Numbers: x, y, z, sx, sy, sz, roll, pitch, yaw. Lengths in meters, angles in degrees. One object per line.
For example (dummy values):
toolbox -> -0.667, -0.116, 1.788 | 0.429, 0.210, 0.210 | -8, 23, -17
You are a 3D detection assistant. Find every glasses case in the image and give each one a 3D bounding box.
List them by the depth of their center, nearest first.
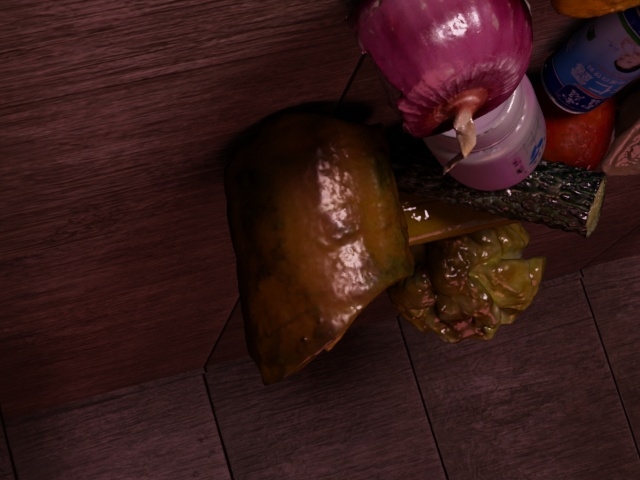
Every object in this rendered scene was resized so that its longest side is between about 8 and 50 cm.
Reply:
glasses case -> 0.175, -0.071, 2.172 | 0.371, 0.141, 0.173 | -13, -179, -17

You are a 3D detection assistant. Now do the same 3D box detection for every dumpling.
dumpling -> 0.520, -0.182, 2.204 | 0.215, 0.126, 0.166 | -11, 150, -13

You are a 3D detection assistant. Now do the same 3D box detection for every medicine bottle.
medicine bottle -> 0.199, -0.157, 1.809 | 0.152, 0.152, 0.254 | -19, 165, 9

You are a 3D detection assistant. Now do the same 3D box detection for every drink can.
drink can -> 0.369, -0.243, 1.789 | 0.097, 0.097, 0.235 | -11, 167, -23

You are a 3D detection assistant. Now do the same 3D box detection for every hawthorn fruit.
hawthorn fruit -> 0.343, -0.174, 1.993 | 0.148, 0.148, 0.172 | -4, 138, -44

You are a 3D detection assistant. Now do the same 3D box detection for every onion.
onion -> 0.132, -0.206, 1.499 | 0.200, 0.201, 0.207 | -22, 135, 20

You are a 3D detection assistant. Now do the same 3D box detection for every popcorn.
popcorn -> 0.241, 0.056, 2.540 | 0.282, 0.282, 0.247 | -31, -168, 47

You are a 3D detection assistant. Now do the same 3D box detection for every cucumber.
cucumber -> 0.210, -0.088, 1.983 | 0.359, 0.096, 0.096 | 15, 180, 23

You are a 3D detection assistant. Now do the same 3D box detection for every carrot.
carrot -> 0.000, 0.000, 1.915 | 0.241, 0.341, 0.241 | -10, -177, 1

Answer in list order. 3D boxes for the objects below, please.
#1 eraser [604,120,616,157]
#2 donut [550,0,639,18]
eraser -> 0.401, -0.131, 2.386 | 0.204, 0.059, 0.243 | -15, 163, -10
donut -> 0.320, -0.301, 1.556 | 0.162, 0.065, 0.178 | -9, 167, -10
